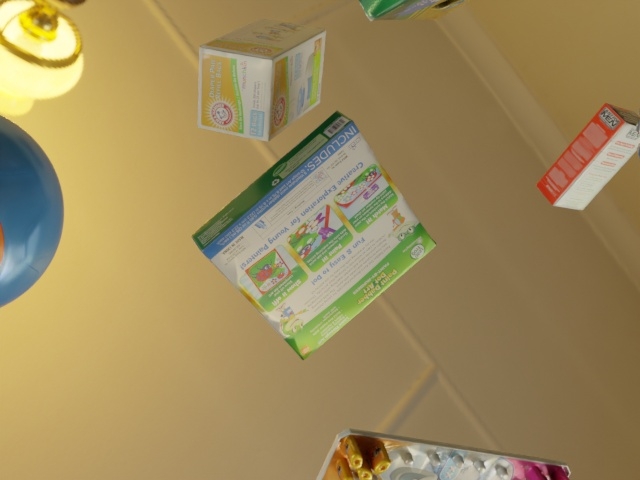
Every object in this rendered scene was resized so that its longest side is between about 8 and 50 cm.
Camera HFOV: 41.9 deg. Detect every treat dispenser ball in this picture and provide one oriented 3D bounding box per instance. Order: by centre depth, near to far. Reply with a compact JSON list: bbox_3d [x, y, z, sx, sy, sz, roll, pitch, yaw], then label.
[{"bbox_3d":[-0.491,-0.039,1.113,0.288,0.288,0.288,18,-124,-29],"label":"treat dispenser ball"}]

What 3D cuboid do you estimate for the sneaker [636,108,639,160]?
[{"bbox_3d":[0.167,-0.069,0.336,0.052,0.058,0.135,6,-95,-13],"label":"sneaker"}]

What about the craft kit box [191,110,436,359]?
[{"bbox_3d":[0.000,0.000,1.106,0.250,0.061,0.246,-40,-56,-3],"label":"craft kit box"}]

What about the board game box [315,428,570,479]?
[{"bbox_3d":[0.145,0.475,1.283,0.390,0.390,0.050,13,-155,-19],"label":"board game box"}]

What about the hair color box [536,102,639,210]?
[{"bbox_3d":[0.353,-0.105,1.083,0.072,0.141,0.043,6,-138,-41],"label":"hair color box"}]

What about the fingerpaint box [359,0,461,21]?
[{"bbox_3d":[0.253,-0.424,0.948,0.163,0.445,0.371,61,-157,-4],"label":"fingerpaint box"}]

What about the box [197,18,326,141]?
[{"bbox_3d":[-0.077,-0.222,1.136,0.103,0.114,0.203,13,-153,15],"label":"box"}]
